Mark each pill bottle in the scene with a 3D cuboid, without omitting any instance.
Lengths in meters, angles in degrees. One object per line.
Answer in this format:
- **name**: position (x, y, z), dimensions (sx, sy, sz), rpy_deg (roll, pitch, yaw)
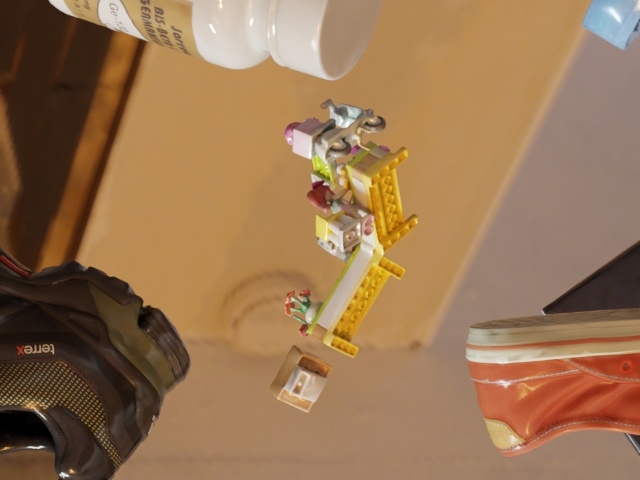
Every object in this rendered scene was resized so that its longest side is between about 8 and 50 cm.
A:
- **pill bottle**: position (-0.077, -0.196, 1.423), dimensions (0.229, 0.131, 0.131), rpy_deg (20, -143, 21)

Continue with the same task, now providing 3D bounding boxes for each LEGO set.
- **LEGO set**: position (0.000, 0.000, 1.716), dimensions (0.107, 0.287, 0.132), rpy_deg (32, -143, 34)

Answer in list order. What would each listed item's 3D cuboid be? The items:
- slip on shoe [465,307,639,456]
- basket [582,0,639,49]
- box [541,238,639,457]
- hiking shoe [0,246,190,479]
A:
- **slip on shoe**: position (0.265, 0.099, 1.383), dimensions (0.331, 0.101, 0.123), rpy_deg (-3, -178, -10)
- **basket**: position (0.231, -0.232, 1.004), dimensions (0.201, 0.289, 0.255), rpy_deg (28, -166, 7)
- **box**: position (0.363, 0.058, 1.675), dimensions (0.182, 0.294, 0.296), rpy_deg (55, -176, 13)
- **hiking shoe**: position (-0.179, 0.048, 0.881), dimensions (0.227, 0.086, 0.114), rpy_deg (19, -119, 10)
